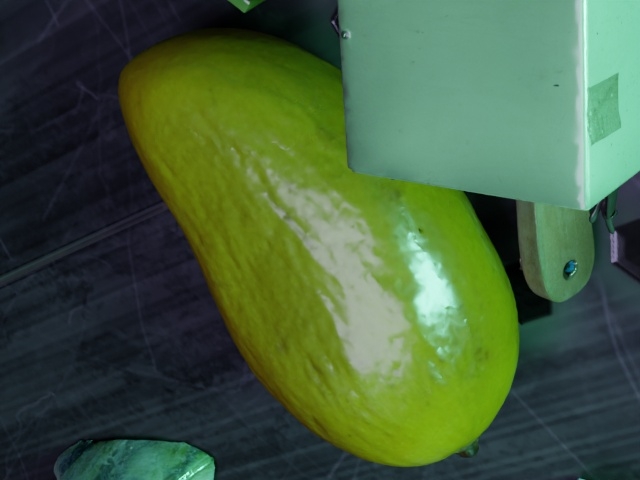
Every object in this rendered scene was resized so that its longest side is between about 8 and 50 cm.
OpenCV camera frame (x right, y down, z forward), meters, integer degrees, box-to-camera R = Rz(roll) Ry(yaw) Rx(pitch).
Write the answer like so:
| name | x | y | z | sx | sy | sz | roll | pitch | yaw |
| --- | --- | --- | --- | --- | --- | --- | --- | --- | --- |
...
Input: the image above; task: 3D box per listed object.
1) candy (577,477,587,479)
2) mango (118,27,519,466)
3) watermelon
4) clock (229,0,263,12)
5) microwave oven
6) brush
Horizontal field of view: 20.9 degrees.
| name | x | y | z | sx | sy | sz | roll | pitch | yaw |
| --- | --- | --- | --- | --- | --- | --- | --- | --- | --- |
| candy | 0.233 | 0.231 | 1.165 | 0.160 | 0.073 | 0.092 | 16 | 122 | 26 |
| mango | 0.007 | -0.001 | 1.123 | 0.195 | 0.142 | 0.332 | -25 | 100 | 37 |
| watermelon | -0.158 | 0.214 | 1.440 | 0.094 | 0.081 | 0.180 | 34 | 144 | -24 |
| clock | -0.054 | -0.303 | 0.991 | 0.220 | 0.106 | 0.255 | 38 | 132 | 7 |
| microwave oven | 0.125 | -0.130 | 0.872 | 0.145 | 0.240 | 0.194 | 14 | 118 | 31 |
| brush | 0.112 | -0.111 | 1.037 | 0.065 | 0.070 | 0.328 | 19 | 132 | 46 |
